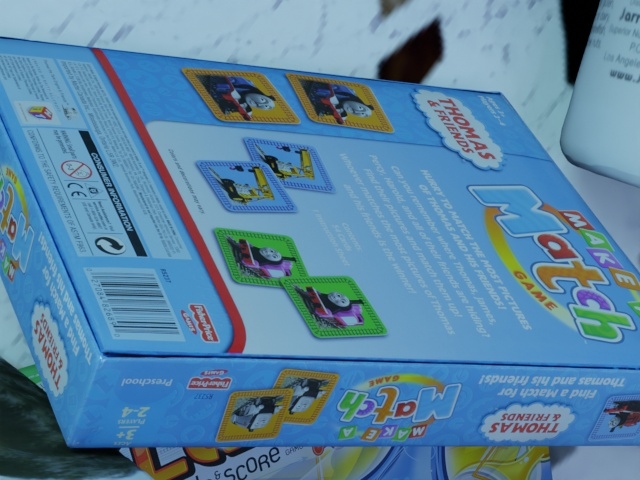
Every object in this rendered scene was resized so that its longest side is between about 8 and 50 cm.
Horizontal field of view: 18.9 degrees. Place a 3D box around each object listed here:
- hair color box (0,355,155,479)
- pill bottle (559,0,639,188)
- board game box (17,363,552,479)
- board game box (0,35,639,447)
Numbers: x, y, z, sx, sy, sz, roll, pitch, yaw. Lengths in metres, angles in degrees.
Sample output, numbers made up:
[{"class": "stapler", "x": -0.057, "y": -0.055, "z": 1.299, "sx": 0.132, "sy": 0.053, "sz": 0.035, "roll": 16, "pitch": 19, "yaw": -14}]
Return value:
[{"class": "hair color box", "x": -0.240, "y": 0.074, "z": 0.480, "sx": 0.374, "sy": 0.185, "sz": 0.114, "roll": 11, "pitch": 97, "yaw": -31}, {"class": "pill bottle", "x": 0.180, "y": -0.120, "z": 0.696, "sx": 0.131, "sy": 0.131, "sz": 0.229, "roll": 13, "pitch": 97, "yaw": -31}, {"class": "board game box", "x": -0.009, "y": 0.084, "z": 0.700, "sx": 0.201, "sy": 0.035, "sz": 0.136, "roll": -19, "pitch": 112, "yaw": -24}, {"class": "board game box", "x": 0.000, "y": 0.000, "z": 0.612, "sx": 0.211, "sy": 0.160, "sz": 0.039, "roll": 3, "pitch": 126, "yaw": -29}]
